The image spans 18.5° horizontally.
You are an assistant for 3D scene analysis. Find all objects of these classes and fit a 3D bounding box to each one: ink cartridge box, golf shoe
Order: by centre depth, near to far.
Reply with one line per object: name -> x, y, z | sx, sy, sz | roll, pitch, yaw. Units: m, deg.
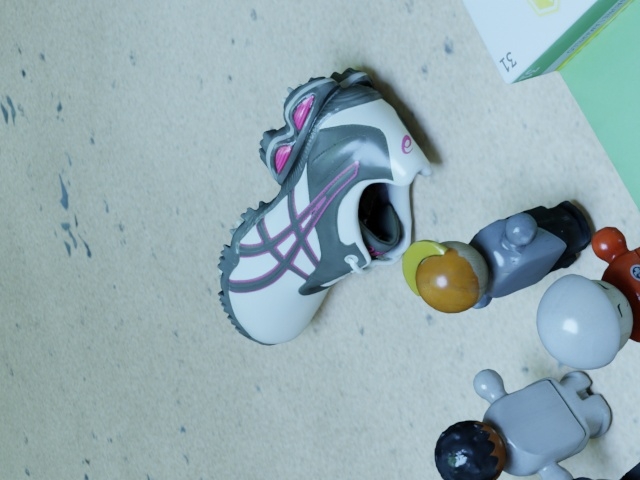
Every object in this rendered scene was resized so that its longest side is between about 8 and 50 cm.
ink cartridge box -> 0.177, -0.144, 1.240 | 0.171, 0.056, 0.235 | -45, 66, 53
golf shoe -> 0.000, 0.000, 1.519 | 0.120, 0.105, 0.273 | 43, 138, 25

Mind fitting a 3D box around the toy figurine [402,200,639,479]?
toy figurine -> 0.160, 0.088, 1.280 | 0.209, 0.148, 0.213 | 19, 122, 50
